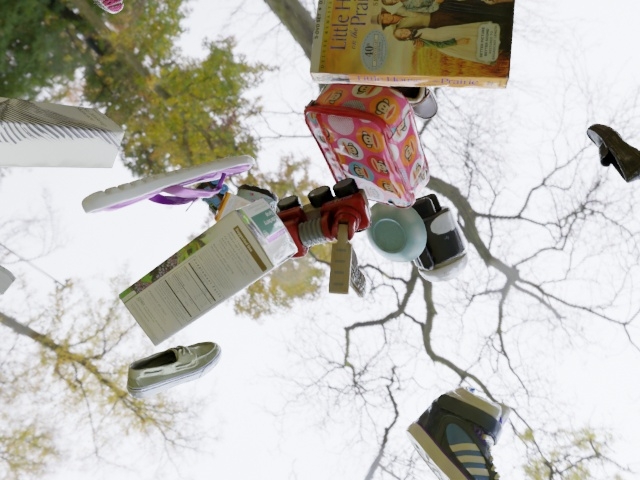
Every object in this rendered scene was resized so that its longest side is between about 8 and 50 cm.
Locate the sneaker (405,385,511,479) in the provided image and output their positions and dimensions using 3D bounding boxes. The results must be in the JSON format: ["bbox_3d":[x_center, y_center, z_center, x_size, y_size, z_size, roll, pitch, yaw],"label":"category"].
[{"bbox_3d":[0.374,0.475,1.238,0.236,0.130,0.323,-33,-127,-15],"label":"sneaker"}]

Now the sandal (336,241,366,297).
[{"bbox_3d":[0.068,0.076,1.368,0.049,0.180,0.072,-4,-139,27],"label":"sandal"}]

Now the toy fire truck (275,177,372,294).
[{"bbox_3d":[0.000,0.000,1.197,0.217,0.158,0.246,-15,-156,18],"label":"toy fire truck"}]

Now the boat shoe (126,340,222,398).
[{"bbox_3d":[-0.410,0.353,1.585,0.109,0.094,0.302,27,-147,35],"label":"boat shoe"}]

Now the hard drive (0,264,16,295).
[{"bbox_3d":[-0.664,0.022,0.958,0.353,0.233,0.047,-10,-134,55],"label":"hard drive"}]

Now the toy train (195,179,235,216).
[{"bbox_3d":[-0.388,-0.164,2.049,0.105,0.184,0.080,-37,172,-22],"label":"toy train"}]

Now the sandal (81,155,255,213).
[{"bbox_3d":[-0.351,-0.115,1.330,0.416,0.102,0.169,-18,-171,-21],"label":"sandal"}]

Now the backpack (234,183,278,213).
[{"bbox_3d":[-0.213,-0.079,1.680,0.152,0.115,0.182,14,-124,-1],"label":"backpack"}]

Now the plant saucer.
[{"bbox_3d":[0.201,-0.020,1.548,0.195,0.194,0.037,-3,-160,36],"label":"plant saucer"}]

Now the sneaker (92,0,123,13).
[{"bbox_3d":[-0.580,-0.650,1.414,0.063,0.170,0.075,-49,-161,-11],"label":"sneaker"}]

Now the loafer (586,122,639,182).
[{"bbox_3d":[0.759,-0.230,1.435,0.078,0.076,0.223,-32,-136,10],"label":"loafer"}]

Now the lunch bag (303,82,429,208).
[{"bbox_3d":[0.092,-0.212,1.225,0.258,0.293,0.120,18,-117,37],"label":"lunch bag"}]

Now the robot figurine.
[{"bbox_3d":[0.357,-0.003,1.747,0.209,0.278,0.173,-26,-172,-17],"label":"robot figurine"}]

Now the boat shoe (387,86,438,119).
[{"bbox_3d":[0.275,-0.462,1.711,0.123,0.342,0.123,-38,-131,17],"label":"boat shoe"}]

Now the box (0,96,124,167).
[{"bbox_3d":[-0.526,-0.202,1.050,0.113,0.275,0.094,36,-67,20],"label":"box"}]

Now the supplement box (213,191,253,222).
[{"bbox_3d":[-0.147,-0.047,1.059,0.062,0.098,0.036,-66,-161,-1],"label":"supplement box"}]

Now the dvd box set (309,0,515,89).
[{"bbox_3d":[0.200,-0.487,1.195,0.421,0.062,0.307,6,-98,11],"label":"dvd box set"}]

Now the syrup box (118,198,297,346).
[{"bbox_3d":[-0.158,0.045,0.778,0.237,0.096,0.093,-34,-178,23],"label":"syrup box"}]
